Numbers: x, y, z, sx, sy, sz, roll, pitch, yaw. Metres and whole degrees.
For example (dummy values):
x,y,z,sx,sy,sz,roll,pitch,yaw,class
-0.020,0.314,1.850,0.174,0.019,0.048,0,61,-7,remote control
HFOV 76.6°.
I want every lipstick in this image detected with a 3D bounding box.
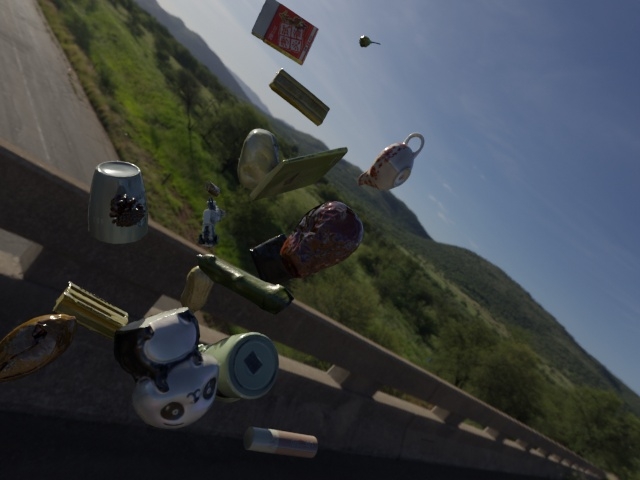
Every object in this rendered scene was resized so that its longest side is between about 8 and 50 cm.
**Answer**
x,y,z,sx,sy,sz,roll,pitch,yaw,class
-0.129,0.674,1.351,0.254,0.070,0.070,25,15,-29,lipstick

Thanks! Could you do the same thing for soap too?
x,y,z,sx,sy,sz,roll,pitch,yaw,class
-0.781,0.248,1.387,0.233,0.076,0.135,42,-6,-28,soap
-0.081,-0.561,1.593,0.251,0.092,0.037,34,-27,-21,soap

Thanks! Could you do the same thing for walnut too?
x,y,z,sx,sy,sz,roll,pitch,yaw,class
-0.792,0.292,1.113,0.137,0.245,0.137,42,-24,24,walnut

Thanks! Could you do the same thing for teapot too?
x,y,z,sx,sy,sz,roll,pitch,yaw,class
0.233,-0.237,1.268,0.116,0.245,0.159,45,-4,38,teapot

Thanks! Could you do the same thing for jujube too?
x,y,z,sx,sy,sz,roll,pitch,yaw,class
0.000,0.000,1.184,0.190,0.255,0.190,46,-20,22,jujube

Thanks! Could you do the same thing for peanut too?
x,y,z,sx,sy,sz,roll,pitch,yaw,class
-0.666,0.262,2.188,0.152,0.313,0.152,19,24,-9,peanut

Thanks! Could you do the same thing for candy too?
x,y,z,sx,sy,sz,roll,pitch,yaw,class
0.171,-0.668,1.367,0.035,0.035,0.122,2,19,39,candy

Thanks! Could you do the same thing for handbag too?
x,y,z,sx,sy,sz,roll,pitch,yaw,class
-0.241,0.110,2.143,0.247,0.222,0.080,67,13,10,handbag

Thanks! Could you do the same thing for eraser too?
x,y,z,sx,sy,sz,roll,pitch,yaw,class
-0.138,-0.818,1.585,0.230,0.158,0.038,25,-4,-18,eraser

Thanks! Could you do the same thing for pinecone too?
x,y,z,sx,sy,sz,roll,pitch,yaw,class
-0.592,-0.088,1.231,0.109,0.102,0.102,32,1,34,pinecone

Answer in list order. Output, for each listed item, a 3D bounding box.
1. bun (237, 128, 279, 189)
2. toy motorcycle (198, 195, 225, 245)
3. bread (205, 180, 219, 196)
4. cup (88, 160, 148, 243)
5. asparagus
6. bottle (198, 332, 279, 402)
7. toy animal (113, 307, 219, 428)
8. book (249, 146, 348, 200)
x,y,z,sx,sy,sz,roll,pitch,yaw,class
-0.259,-0.347,1.749,0.168,0.273,0.273,15,10,-4,bun
-0.480,-0.072,1.781,0.102,0.222,0.150,2,-19,1,toy motorcycle
-0.472,-0.225,1.774,0.083,0.036,0.047,44,44,-73,bread
-0.675,-0.152,1.395,0.186,0.234,0.258,14,28,-3,cup
-0.226,0.127,1.185,0.342,0.082,0.085,21,-18,21,asparagus
-0.318,0.449,1.422,0.229,0.351,0.230,17,64,-38,bottle
-0.418,0.360,1.130,0.251,0.250,0.311,-21,96,-82,toy animal
-0.072,-0.251,1.492,0.352,0.239,0.035,-23,81,-46,book
